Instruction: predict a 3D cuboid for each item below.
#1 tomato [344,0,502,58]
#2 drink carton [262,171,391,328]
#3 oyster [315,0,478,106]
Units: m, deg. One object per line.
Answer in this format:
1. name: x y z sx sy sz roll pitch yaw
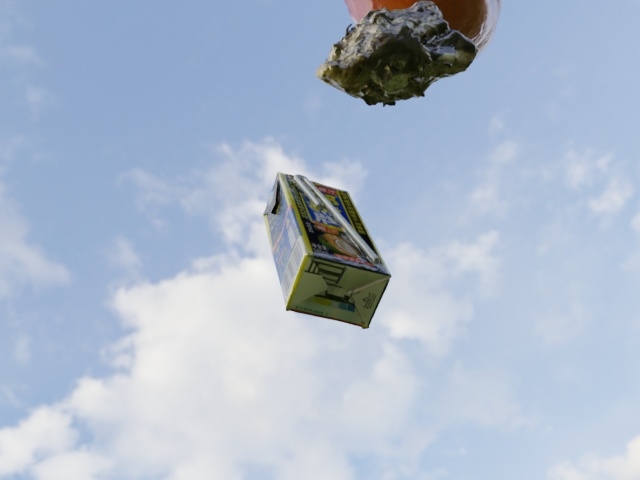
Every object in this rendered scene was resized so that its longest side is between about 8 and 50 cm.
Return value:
1. tomato: 0.116 -0.331 0.958 0.180 0.260 0.260 -18 -44 22
2. drink carton: 0.000 0.000 0.640 0.071 0.166 0.056 17 -67 -19
3. oyster: 0.067 -0.181 0.760 0.148 0.103 0.051 -30 -14 1
